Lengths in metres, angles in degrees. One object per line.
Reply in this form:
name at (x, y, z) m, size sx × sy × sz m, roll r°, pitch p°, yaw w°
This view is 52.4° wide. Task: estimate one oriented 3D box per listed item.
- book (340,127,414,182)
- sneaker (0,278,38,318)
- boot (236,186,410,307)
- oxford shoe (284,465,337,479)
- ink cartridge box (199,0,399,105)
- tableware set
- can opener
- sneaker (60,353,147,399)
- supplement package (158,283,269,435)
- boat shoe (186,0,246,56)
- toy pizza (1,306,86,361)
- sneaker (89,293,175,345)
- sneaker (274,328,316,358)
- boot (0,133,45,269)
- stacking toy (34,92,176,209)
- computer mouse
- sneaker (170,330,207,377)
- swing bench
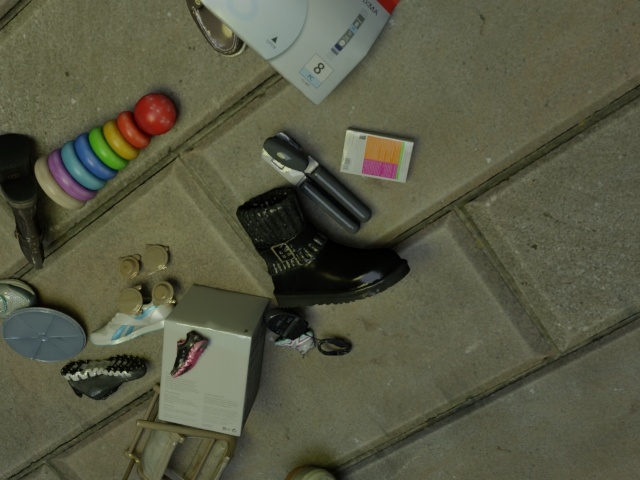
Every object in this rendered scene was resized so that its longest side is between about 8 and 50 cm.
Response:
book at (0.120, -0.181, 1.396) m, size 0.144 × 0.035 × 0.096 m, roll 11°, pitch 114°, yaw 4°
sneaker at (-0.842, 0.161, 1.603) m, size 0.283 × 0.122 × 0.110 m, roll 2°, pitch 109°, yaw 6°
boot at (-0.002, 0.002, 1.399) m, size 0.348 × 0.131 × 0.260 m, roll -11°, pitch 108°, yaw 26°
oxford shoe at (0.022, 0.757, 1.707) m, size 0.130 × 0.169 × 0.449 m, roll 12°, pitch 130°, yaw 51°
ink cartridge box at (0.010, -0.496, 1.220) m, size 0.308 × 0.091 × 0.385 m, roll 38°, pitch 109°, yaw -25°
tableware set at (-0.418, 0.094, 1.541) m, size 0.141 × 0.020 × 0.169 m, roll -11°, pitch 78°, yaw 10°
can opener at (-0.013, -0.118, 1.402) m, size 0.283 × 0.095 × 0.076 m, roll 41°, pitch 111°, yaw -7°
sneaker at (-0.541, 0.355, 1.660) m, size 0.234 × 0.078 × 0.106 m, roll -7°, pitch 112°, yaw 14°
supplement package at (-0.245, 0.274, 1.521) m, size 0.199 × 0.198 × 0.263 m, roll 11°, pitch 111°, yaw 5°
boat shoe at (-0.229, -0.522, 1.285) m, size 0.116 × 0.097 × 0.324 m, roll -11°, pitch 108°, yaw 11°
toy pizza at (-0.692, 0.232, 1.635) m, size 0.201 × 0.032 × 0.201 m, roll -3°, pitch 131°, yaw -3°
sneaker at (-0.462, 0.189, 1.588) m, size 0.228 × 0.087 × 0.092 m, roll -21°, pitch 99°, yaw 7°
sneaker at (-0.059, 0.258, 1.575) m, size 0.098 × 0.038 × 0.069 m, roll -15°, pitch 106°, yaw 13°
boot at (-0.689, -0.089, 1.491) m, size 0.091 × 0.263 × 0.229 m, roll -12°, pitch 144°, yaw -23°
stacking toy at (-0.455, -0.209, 1.425) m, size 0.330 × 0.141 × 0.141 m, roll -33°, pitch 102°, yaw 10°
computer mouse at (-0.029, 0.213, 1.530) m, size 0.242 × 0.041 × 0.071 m, roll 29°, pitch 112°, yaw -26°
sneaker at (-0.291, 0.242, 1.392) m, size 0.057 × 0.047 × 0.119 m, roll 43°, pitch 110°, yaw 16°
swing bench at (-0.368, 0.550, 1.662) m, size 0.254 × 0.165 × 0.253 m, roll 25°, pitch 111°, yaw -7°
